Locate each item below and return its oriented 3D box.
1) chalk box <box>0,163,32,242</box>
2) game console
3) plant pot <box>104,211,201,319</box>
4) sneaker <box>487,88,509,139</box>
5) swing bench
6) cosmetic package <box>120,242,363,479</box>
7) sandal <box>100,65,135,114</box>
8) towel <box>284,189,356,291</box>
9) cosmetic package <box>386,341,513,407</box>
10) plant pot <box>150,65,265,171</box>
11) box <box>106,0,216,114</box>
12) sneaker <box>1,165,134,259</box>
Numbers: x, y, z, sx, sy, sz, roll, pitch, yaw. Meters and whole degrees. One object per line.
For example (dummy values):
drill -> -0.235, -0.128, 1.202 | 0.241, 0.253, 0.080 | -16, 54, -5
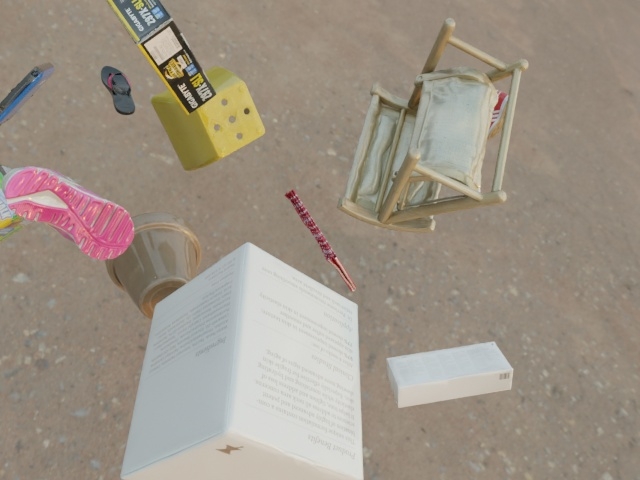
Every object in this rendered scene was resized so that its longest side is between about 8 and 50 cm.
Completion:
chalk box -> -0.721, -0.083, 1.463 | 0.132, 0.213, 0.132 | 57, -4, -2
game console -> -0.746, -0.343, 1.432 | 0.173, 0.250, 0.293 | 43, 2, -24
plant pot -> -0.430, 0.091, 1.749 | 0.263, 0.263, 0.229 | 9, 31, -33
sneaker -> 0.420, -0.312, 1.595 | 0.042, 0.118, 0.067 | -14, 45, -44
swing bench -> 0.174, -0.164, 1.048 | 0.165, 0.254, 0.253 | 23, 68, -17
cosmetic package -> -0.142, 0.288, 1.302 | 0.329, 0.327, 0.394 | 33, 41, -33
sandal -> -0.508, -0.390, 1.650 | 0.067, 0.040, 0.179 | -9, 54, -30
towel -> 0.000, 0.000, 1.775 | 0.275, 0.031, 0.199 | 57, 1, 35
cosmetic package -> 0.263, 0.276, 1.343 | 0.239, 0.060, 0.099 | -7, 29, -6
plant pot -> -0.262, -0.307, 1.643 | 0.212, 0.212, 0.187 | -34, 26, -24
box -> -0.328, -0.412, 1.167 | 0.322, 0.079, 0.257 | 54, -1, 16
sneaker -> -0.425, -0.057, 1.103 | 0.111, 0.103, 0.252 | 31, -8, 43
